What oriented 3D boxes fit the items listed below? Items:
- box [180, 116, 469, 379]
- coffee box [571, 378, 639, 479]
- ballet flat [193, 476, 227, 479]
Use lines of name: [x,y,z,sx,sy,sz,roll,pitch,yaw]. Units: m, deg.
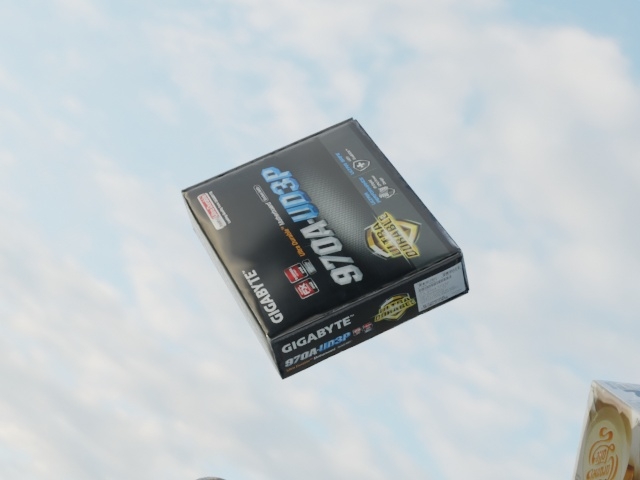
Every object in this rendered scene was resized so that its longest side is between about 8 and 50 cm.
box: [0.000,0.000,1.278,0.220,0.175,0.051,-124,-166,-46]
coffee box: [0.321,0.228,1.372,0.098,0.141,0.246,7,9,-12]
ballet flat: [-0.111,0.278,1.165,0.084,0.058,0.250,37,-62,25]
